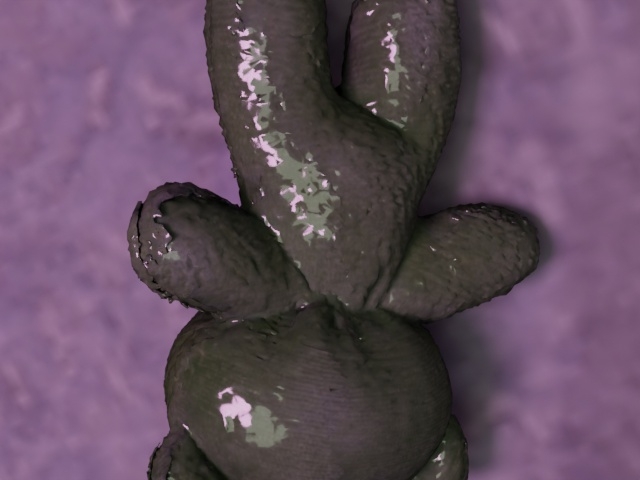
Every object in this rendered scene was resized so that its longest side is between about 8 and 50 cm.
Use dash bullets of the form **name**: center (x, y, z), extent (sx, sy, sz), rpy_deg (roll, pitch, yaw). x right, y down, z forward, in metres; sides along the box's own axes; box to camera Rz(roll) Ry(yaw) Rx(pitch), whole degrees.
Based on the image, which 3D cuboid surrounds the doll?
- **doll**: center (0.000, 0.000, 0.360), extent (0.115, 0.077, 0.150), rpy_deg (4, 95, -27)
